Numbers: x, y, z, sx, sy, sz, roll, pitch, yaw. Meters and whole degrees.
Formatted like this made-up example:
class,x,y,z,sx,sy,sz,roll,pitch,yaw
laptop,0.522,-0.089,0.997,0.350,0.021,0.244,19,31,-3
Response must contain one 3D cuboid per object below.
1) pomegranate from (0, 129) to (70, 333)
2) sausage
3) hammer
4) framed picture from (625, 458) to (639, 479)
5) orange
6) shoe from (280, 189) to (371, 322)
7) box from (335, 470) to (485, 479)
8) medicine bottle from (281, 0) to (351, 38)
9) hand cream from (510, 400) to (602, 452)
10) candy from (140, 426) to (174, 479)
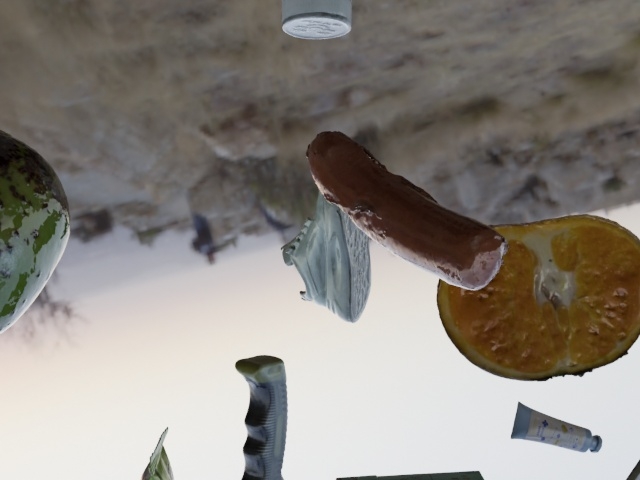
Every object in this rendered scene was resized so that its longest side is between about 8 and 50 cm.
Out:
class,x,y,z,sx,sy,sz,roll,pitch,yaw
pomegranate,-0.458,-0.043,1.346,0.285,0.285,0.340,-16,144,1
sausage,0.085,-0.032,1.260,0.079,0.087,0.327,-13,-148,-31
hammer,-0.066,0.242,1.309,0.041,0.226,0.159,8,-168,33
framed picture,0.663,0.444,2.218,0.020,0.324,0.240,35,-179,38
orange,0.346,0.090,1.807,0.310,0.274,0.274,-10,180,-27
shoe,0.000,0.000,2.059,0.159,0.316,0.124,7,-151,26
box,0.141,0.390,1.711,0.229,0.041,0.162,-2,-173,-2
medicine bottle,-0.007,-0.493,1.999,0.143,0.258,0.143,2,172,0
hand cream,0.400,0.325,1.935,0.171,0.065,0.043,19,166,-20
candy,-0.298,0.477,2.066,0.069,0.246,0.149,3,-169,-4
